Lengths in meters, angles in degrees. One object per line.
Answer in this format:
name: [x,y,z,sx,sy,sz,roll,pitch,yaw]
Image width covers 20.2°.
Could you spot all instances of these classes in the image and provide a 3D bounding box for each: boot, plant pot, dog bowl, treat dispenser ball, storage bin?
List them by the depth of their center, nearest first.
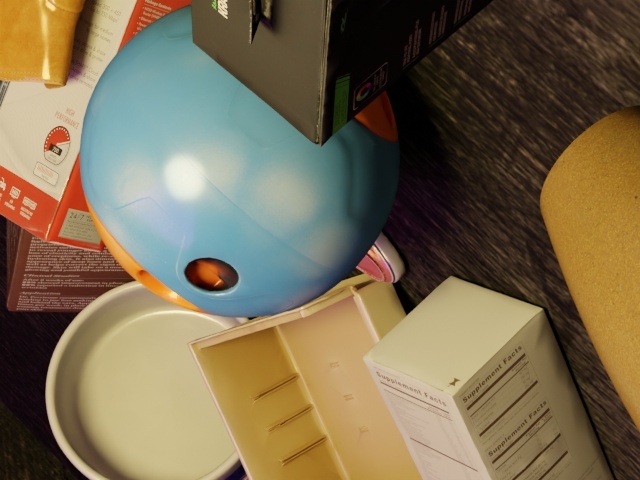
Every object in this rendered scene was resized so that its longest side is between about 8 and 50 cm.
plant pot: [0.275,0.028,1.271,0.254,0.237,0.237,51,161,33]
treat dispenser ball: [-0.072,-0.074,1.610,0.288,0.288,0.288,39,155,22]
boot: [-0.238,-0.253,1.701,0.295,0.104,0.211,-5,83,46]
storage bin: [0.016,0.189,1.957,0.260,0.123,0.262,-20,95,55]
dog bowl: [-0.185,0.184,2.128,0.265,0.265,0.104,42,171,16]

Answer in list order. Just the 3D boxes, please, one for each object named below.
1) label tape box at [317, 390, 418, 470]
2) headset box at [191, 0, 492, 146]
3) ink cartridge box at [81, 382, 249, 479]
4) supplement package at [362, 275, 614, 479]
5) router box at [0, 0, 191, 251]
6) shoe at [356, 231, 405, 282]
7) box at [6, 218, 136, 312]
label tape box: [0.110,0.341,2.132,0.240,0.106,0.333,31,133,37]
headset box: [0.041,-0.233,1.171,0.131,0.283,0.246,41,155,19]
ink cartridge box: [-0.131,0.236,2.267,0.270,0.198,0.197,42,169,16]
supplement package: [0.169,0.179,1.767,0.139,0.134,0.244,21,145,48]
router box: [-0.299,-0.189,1.850,0.335,0.301,0.082,28,-171,40]
shoe: [0.000,0.000,1.859,0.178,0.081,0.063,41,156,18]
box: [-0.264,-0.034,2.096,0.381,0.191,0.143,126,143,-67]
